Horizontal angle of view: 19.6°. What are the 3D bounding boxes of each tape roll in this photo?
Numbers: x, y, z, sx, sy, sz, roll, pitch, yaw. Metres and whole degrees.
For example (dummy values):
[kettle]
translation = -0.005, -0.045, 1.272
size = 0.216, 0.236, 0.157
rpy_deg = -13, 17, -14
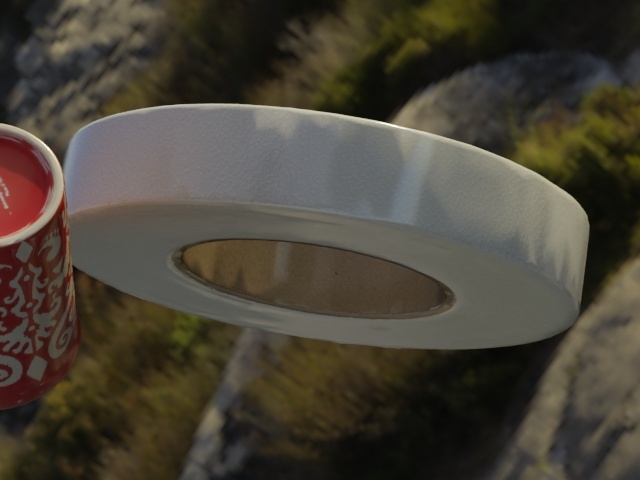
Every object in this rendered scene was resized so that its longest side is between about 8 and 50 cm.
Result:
[tape roll]
translation = 0.000, 0.000, 1.340
size = 0.392, 0.392, 0.072
rpy_deg = -13, 65, 54

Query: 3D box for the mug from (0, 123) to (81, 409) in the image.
[mug]
translation = -0.218, 0.006, 1.133
size = 0.113, 0.150, 0.169
rpy_deg = -54, -13, -32
